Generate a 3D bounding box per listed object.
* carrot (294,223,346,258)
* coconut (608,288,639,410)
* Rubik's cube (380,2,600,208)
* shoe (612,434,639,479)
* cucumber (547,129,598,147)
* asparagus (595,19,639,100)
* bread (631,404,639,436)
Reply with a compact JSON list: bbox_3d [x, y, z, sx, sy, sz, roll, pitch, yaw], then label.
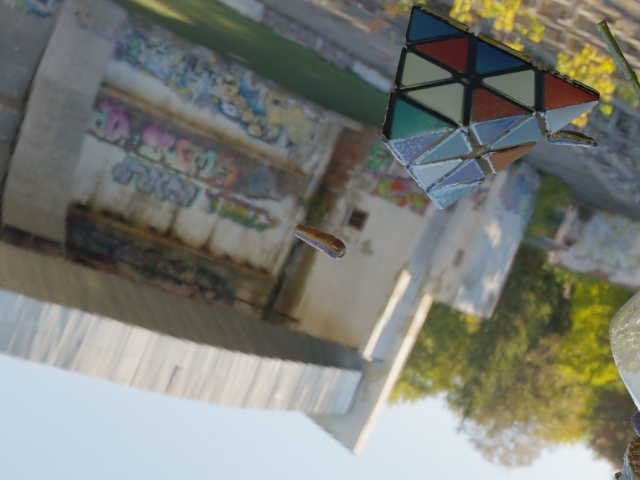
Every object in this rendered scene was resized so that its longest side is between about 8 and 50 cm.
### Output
[{"bbox_3d":[0.000,0.000,1.397,0.093,0.032,0.032,28,-176,39],"label":"carrot"},{"bbox_3d":[0.444,0.126,0.951,0.328,0.329,0.329,23,-178,-1],"label":"coconut"},{"bbox_3d":[0.159,-0.194,1.237,0.284,0.234,0.250,-15,158,-11],"label":"Rubik's cube"},{"bbox_3d":[0.558,0.433,1.659,0.089,0.180,0.092,14,155,-2],"label":"shoe"},{"bbox_3d":[0.500,-0.203,1.887,0.033,0.034,0.135,19,178,-30],"label":"cucumber"},{"bbox_3d":[0.568,-0.299,1.739,0.025,0.248,0.024,-14,161,-27],"label":"asparagus"},{"bbox_3d":[0.490,0.259,1.364,0.085,0.085,0.053,24,-147,9],"label":"bread"}]
